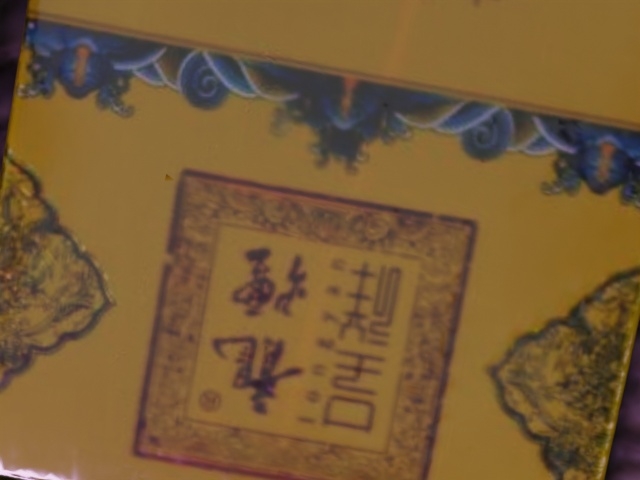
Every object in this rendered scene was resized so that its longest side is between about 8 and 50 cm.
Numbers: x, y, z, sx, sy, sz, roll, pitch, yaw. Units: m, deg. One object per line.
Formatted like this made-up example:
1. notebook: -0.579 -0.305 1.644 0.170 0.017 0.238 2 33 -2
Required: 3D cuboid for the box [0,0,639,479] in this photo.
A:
1. box: 0.000 -0.001 0.469 0.153 0.041 0.279 10 100 -4
